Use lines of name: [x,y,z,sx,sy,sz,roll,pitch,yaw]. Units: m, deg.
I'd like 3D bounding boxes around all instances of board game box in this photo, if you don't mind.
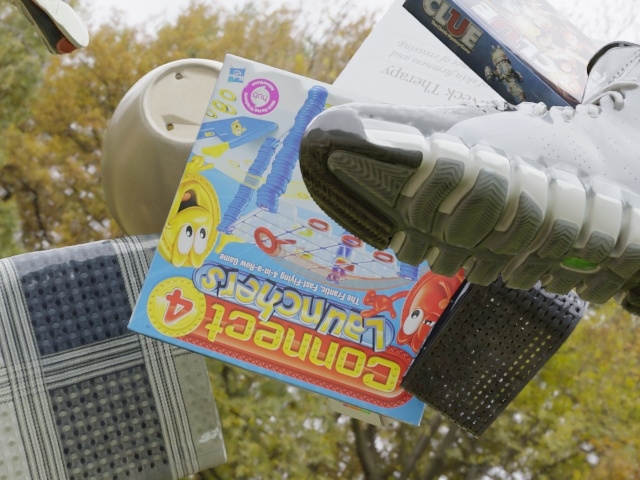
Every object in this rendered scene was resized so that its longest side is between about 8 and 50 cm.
board game box: [0.000,0.000,1.014,0.308,0.302,0.086,17,-9,5]
board game box: [0.214,-0.182,0.972,0.243,0.165,0.042,45,-51,9]

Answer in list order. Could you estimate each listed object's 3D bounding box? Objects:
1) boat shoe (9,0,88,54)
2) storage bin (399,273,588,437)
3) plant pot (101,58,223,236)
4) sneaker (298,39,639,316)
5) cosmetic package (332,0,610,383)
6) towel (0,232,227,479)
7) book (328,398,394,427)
boat shoe: [-0.286,-0.239,0.980,0.043,0.049,0.137,-12,-39,21]
storage bin: [0.153,0.066,0.835,0.084,0.122,0.180,33,-47,6]
plant pot: [-0.166,-0.135,1.331,0.284,0.284,0.191,27,-23,10]
sneaker: [0.107,-0.047,0.467,0.229,0.132,0.086,17,-30,-9]
cosmetic package: [0.183,-0.081,1.386,0.329,0.393,0.327,24,-26,22]
towel: [-0.287,0.167,1.192,0.056,0.312,0.324,-21,-97,54]
book: [0.050,0.212,1.439,0.144,0.035,0.096,1,-69,59]
